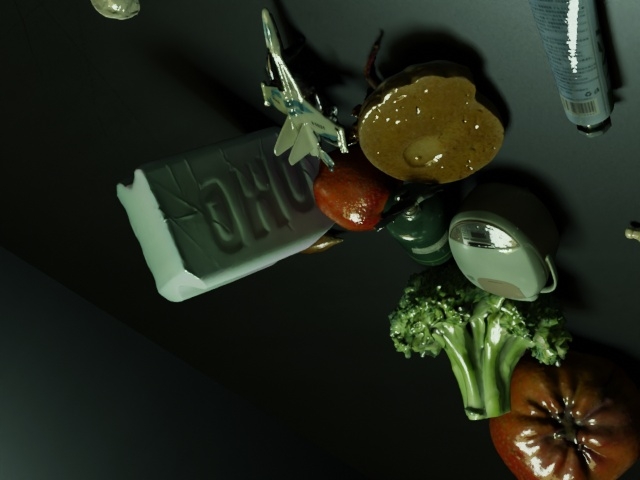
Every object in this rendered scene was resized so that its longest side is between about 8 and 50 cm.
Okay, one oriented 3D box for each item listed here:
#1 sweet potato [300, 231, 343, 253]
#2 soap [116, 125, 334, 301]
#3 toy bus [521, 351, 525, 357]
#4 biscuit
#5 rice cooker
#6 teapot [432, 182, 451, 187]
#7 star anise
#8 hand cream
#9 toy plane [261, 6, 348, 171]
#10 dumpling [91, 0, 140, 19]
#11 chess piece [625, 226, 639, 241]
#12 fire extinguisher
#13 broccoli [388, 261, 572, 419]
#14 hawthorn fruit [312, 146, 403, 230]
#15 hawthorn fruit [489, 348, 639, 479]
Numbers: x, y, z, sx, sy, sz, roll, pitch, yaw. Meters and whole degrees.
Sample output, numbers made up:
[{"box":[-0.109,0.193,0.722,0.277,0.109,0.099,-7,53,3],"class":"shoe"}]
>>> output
[{"box":[0.000,0.000,1.786,0.117,0.049,0.049,-2,144,43],"class":"sweet potato"},{"box":[-0.123,-0.054,1.504,0.115,0.347,0.208,-24,88,52],"class":"soap"},{"box":[0.332,0.225,1.882,0.090,0.063,0.203,30,158,-6],"class":"toy bus"},{"box":[0.142,-0.151,1.237,0.181,0.049,0.208,-25,141,28],"class":"biscuit"},{"box":[0.274,0.002,1.393,0.145,0.127,0.206,10,155,38],"class":"rice cooker"},{"box":[0.151,-0.115,1.384,0.043,0.043,0.110,3,150,45],"class":"teapot"},{"box":[0.083,-0.191,1.271,0.097,0.070,0.191,-3,152,1],"class":"star anise"},{"box":[0.275,-0.210,1.031,0.088,0.055,0.256,19,155,39],"class":"hand cream"},{"box":[-0.032,-0.214,1.313,0.192,0.088,0.262,37,147,39],"class":"toy plane"},{"box":[-0.298,-0.347,1.358,0.043,0.059,0.077,17,154,48],"class":"dumpling"},{"box":[0.462,-0.002,1.297,0.092,0.035,0.035,16,155,34],"class":"chess piece"},{"box":[0.145,-0.031,1.395,0.093,0.118,0.294,54,-175,17],"class":"fire extinguisher"},{"box":[0.272,0.146,1.591,0.260,0.235,0.288,60,153,-11],"class":"broccoli"},{"box":[0.055,-0.078,1.450,0.138,0.133,0.133,23,157,15],"class":"hawthorn fruit"},{"box":[0.451,0.329,1.754,0.277,0.277,0.298,21,176,14],"class":"hawthorn fruit"}]
